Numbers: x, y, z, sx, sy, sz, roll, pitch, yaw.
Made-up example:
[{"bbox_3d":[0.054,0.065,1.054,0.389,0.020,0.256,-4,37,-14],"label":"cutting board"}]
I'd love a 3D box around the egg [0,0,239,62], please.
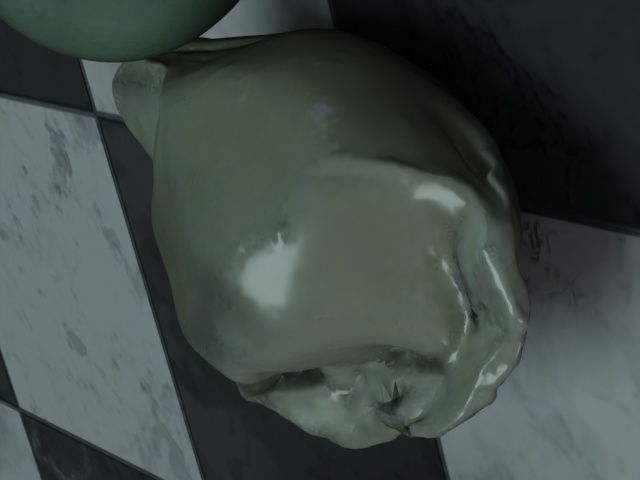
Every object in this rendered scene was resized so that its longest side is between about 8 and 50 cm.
[{"bbox_3d":[-0.084,-0.165,0.738,0.149,0.149,0.192,24,126,48],"label":"egg"}]

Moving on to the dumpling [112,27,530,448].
[{"bbox_3d":[0.000,0.000,0.755,0.250,0.132,0.162,28,131,46],"label":"dumpling"}]
